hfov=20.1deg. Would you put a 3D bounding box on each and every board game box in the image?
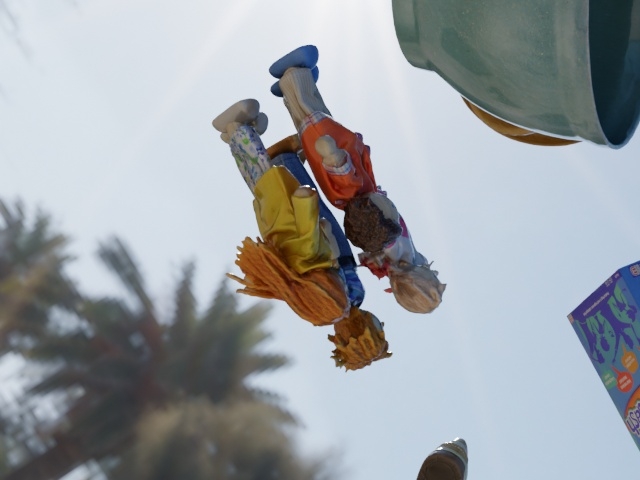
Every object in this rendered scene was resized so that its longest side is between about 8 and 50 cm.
[{"bbox_3d":[0.407,0.150,2.280,0.210,0.047,0.160,63,-27,16],"label":"board game box"}]

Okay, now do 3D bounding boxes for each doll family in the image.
[{"bbox_3d":[0.000,0.000,1.198,0.163,0.118,0.263,65,5,20],"label":"doll family"}]

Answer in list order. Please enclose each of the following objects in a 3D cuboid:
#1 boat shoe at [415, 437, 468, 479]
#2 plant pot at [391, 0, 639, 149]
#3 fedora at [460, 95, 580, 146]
[{"bbox_3d":[0.124,0.300,1.990,0.068,0.072,0.190,29,-62,10],"label":"boat shoe"},{"bbox_3d":[0.179,-0.232,1.599,0.196,0.293,0.293,5,-44,21],"label":"plant pot"},{"bbox_3d":[0.212,-0.163,1.839,0.194,0.079,0.194,15,-53,22],"label":"fedora"}]
